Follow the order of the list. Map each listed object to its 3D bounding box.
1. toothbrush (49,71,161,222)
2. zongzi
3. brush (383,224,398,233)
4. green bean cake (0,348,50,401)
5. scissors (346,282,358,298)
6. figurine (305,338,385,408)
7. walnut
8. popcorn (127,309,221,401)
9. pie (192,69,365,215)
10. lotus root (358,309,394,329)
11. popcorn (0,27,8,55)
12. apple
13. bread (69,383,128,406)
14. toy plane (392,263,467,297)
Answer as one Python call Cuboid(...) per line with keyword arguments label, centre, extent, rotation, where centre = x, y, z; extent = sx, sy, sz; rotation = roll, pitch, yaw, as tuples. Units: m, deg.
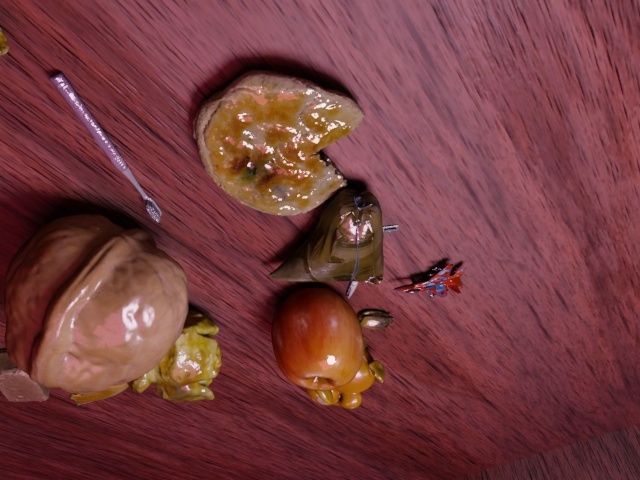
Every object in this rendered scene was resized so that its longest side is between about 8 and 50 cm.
Cuboid(label="toothbrush", centre=(-0.389, -0.158, 0.998), extent=(0.024, 0.029, 0.354), rotation=(-24, 136, -1))
Cuboid(label="zongzi", centre=(0.000, 0.000, 1.158), extent=(0.275, 0.125, 0.250), rotation=(-4, 139, 5))
Cuboid(label="brush", centre=(0.140, -0.023, 1.228), extent=(0.084, 0.013, 0.016), rotation=(-5, 139, 0))
Cuboid(label="green bean cake", centre=(-0.830, 0.377, 1.477), extent=(0.109, 0.085, 0.179), rotation=(1, 138, -8))
Cuboid(label="scissors", centre=(0.086, 0.108, 1.360), extent=(0.058, 0.014, 0.119), rotation=(11, 132, -13))
Cuboid(label="figurine", centre=(0.060, 0.391, 1.551), extent=(0.228, 0.215, 0.215), rotation=(-34, 136, -5))
Cuboid(label="walnut", centre=(-0.459, 0.132, 1.090), extent=(0.382, 0.381, 0.381), rotation=(-4, 137, -4))
Cuboid(label="popcorn", centre=(-0.379, 0.283, 1.332), extent=(0.277, 0.225, 0.276), rotation=(-6, 136, -6))
Cuboid(label="pie", centre=(-0.080, -0.171, 0.992), extent=(0.338, 0.075, 0.337), rotation=(-4, 139, -3))
Cuboid(label="lotus root", centre=(0.153, 0.220, 1.461), extent=(0.099, 0.054, 0.049), rotation=(2, 127, -9))
Cuboid(label="popcorn", centre=(-0.544, -0.310, 0.747), extent=(0.174, 0.142, 0.173), rotation=(16, 148, 10))
Cuboid(label="apple", centre=(-0.013, 0.256, 1.340), extent=(0.242, 0.241, 0.242), rotation=(-6, 139, -5))
Cuboid(label="bread", centre=(-0.596, 0.351, 1.446), extent=(0.261, 0.158, 0.156), rotation=(-28, 153, 26))
Cuboid(label="toy plane", centre=(0.276, 0.107, 1.353), extent=(0.189, 0.061, 0.130), rotation=(-3, 138, 2))
